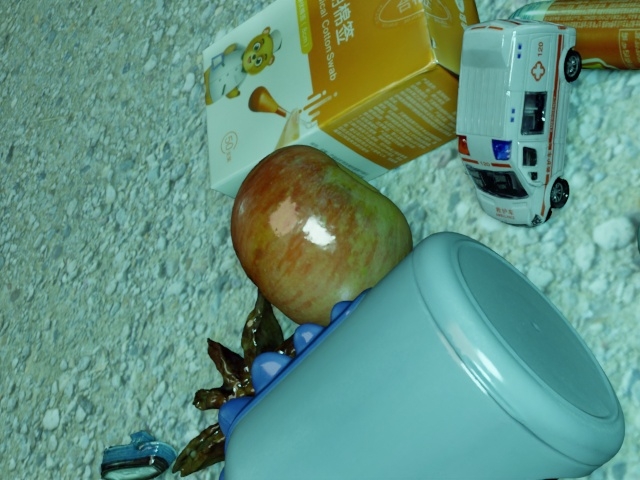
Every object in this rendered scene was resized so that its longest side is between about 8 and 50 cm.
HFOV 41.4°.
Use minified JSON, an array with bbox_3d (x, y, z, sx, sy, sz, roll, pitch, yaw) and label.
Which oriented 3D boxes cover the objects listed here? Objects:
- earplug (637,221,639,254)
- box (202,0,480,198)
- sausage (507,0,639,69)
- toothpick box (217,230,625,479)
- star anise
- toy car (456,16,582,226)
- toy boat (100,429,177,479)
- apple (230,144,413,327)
[{"bbox_3d":[0.388,-0.028,0.613,0.324,0.185,0.184,-21,60,41],"label":"earplug"},{"bbox_3d":[0.027,-0.196,1.020,0.341,0.143,0.224,-25,59,32],"label":"box"},{"bbox_3d":[0.285,-0.205,0.835,0.264,0.083,0.083,14,84,46],"label":"sausage"},{"bbox_3d":[0.056,0.177,0.775,0.354,0.263,0.263,-45,49,22],"label":"toothpick box"},{"bbox_3d":[-0.077,0.193,1.002,0.288,0.088,0.288,-19,61,39],"label":"star anise"},{"bbox_3d":[0.186,-0.112,0.831,0.089,0.108,0.209,16,109,43],"label":"toy car"},{"bbox_3d":[-0.249,0.290,1.144,0.137,0.060,0.060,-23,34,35],"label":"toy boat"},{"bbox_3d":[0.000,0.000,0.922,0.164,0.209,0.209,-53,47,8],"label":"apple"}]
